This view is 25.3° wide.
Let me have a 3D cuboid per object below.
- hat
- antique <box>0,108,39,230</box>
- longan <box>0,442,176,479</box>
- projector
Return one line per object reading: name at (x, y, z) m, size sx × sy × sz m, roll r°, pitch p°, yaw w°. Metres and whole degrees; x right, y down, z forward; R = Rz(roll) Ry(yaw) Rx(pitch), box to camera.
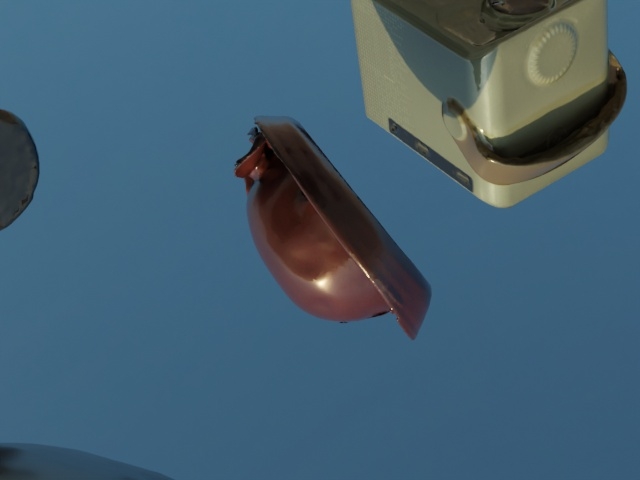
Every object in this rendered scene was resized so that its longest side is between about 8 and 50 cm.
hat at (0.000, 0.000, 1.070) m, size 0.089 × 0.205 × 0.205 m, roll -38°, pitch -133°, yaw 2°
antique at (-0.291, -0.081, 0.836) m, size 0.322 × 0.185 × 0.255 m, roll -53°, pitch -144°, yaw -5°
longan at (-0.094, 0.211, 0.458) m, size 0.318 × 0.319 × 0.319 m, roll -12°, pitch -131°, yaw 15°
projector at (0.149, -0.159, 1.263) m, size 0.163 × 0.177 × 0.242 m, roll -29°, pitch -135°, yaw -20°
